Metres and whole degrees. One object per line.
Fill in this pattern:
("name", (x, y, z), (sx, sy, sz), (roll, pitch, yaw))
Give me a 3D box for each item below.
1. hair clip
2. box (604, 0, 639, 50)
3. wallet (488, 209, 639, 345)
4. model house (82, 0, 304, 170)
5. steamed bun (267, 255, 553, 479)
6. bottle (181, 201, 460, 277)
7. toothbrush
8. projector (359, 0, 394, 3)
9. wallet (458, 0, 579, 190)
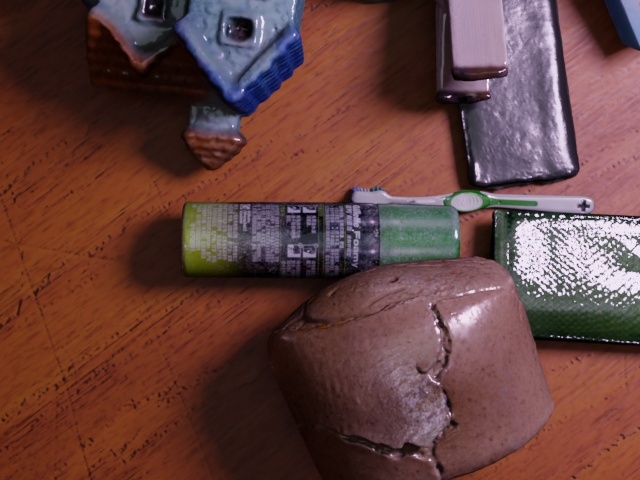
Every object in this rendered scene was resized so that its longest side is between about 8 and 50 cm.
("hair clip", (0.171, -0.334, 1.626), (0.085, 0.101, 0.330), (-3, 78, 3))
("box", (0.397, -0.363, 1.635), (0.143, 0.083, 0.232), (-26, 103, 1))
("wallet", (0.323, 0.046, 1.666), (0.236, 0.055, 0.160), (3, 91, -5))
("model house", (-0.157, -0.250, 1.573), (0.295, 0.252, 0.329), (9, 94, -2))
("steamed bun", (0.105, 0.164, 1.554), (0.301, 0.199, 0.251), (-18, 112, 3))
("bottle", (0.000, 0.000, 1.636), (0.330, 0.093, 0.093), (1, 88, -2))
("toothbrush", (0.188, -0.047, 1.675), (0.304, 0.030, 0.030), (3, 88, -2))
("projector", (0.079, -0.339, 1.653), (0.083, 0.082, 0.083), (-8, 89, -3))
("wallet", (0.235, -0.208, 1.682), (0.146, 0.030, 0.285), (-8, 87, -6))
